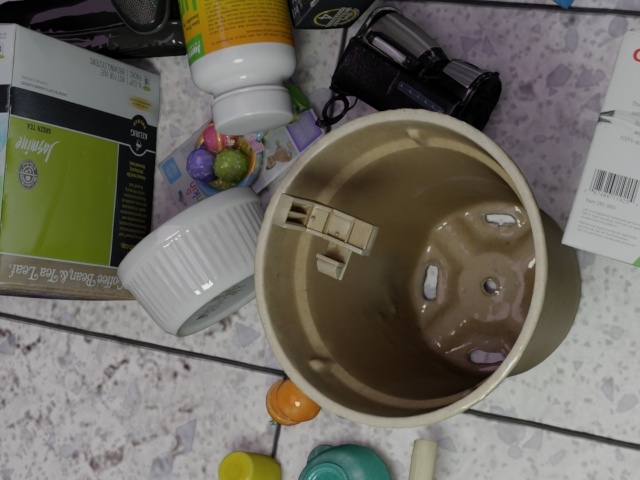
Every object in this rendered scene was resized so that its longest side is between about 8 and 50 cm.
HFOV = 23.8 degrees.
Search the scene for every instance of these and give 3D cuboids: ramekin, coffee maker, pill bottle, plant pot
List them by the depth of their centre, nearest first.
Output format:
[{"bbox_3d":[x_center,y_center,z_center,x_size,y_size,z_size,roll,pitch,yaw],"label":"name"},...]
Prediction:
[{"bbox_3d":[0.143,0.041,1.706,0.333,0.305,0.334,-3,84,27],"label":"plant pot"},{"bbox_3d":[0.112,-0.173,1.866,0.178,0.120,0.171,39,126,26],"label":"coffee maker"},{"bbox_3d":[-0.104,-0.264,1.914,0.136,0.136,0.246,-15,79,25],"label":"pill bottle"},{"bbox_3d":[-0.142,0.033,1.917,0.207,0.207,0.109,-38,79,19],"label":"ramekin"}]

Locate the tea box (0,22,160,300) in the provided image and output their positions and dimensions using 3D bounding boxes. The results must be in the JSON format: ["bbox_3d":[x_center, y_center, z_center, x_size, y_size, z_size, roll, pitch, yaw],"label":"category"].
[{"bbox_3d":[-0.392,-0.089,1.983,0.220,0.329,0.324,0,84,27],"label":"tea box"}]

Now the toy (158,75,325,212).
[{"bbox_3d":[-0.117,-0.124,1.995,0.237,0.056,0.137,-37,61,17],"label":"toy"}]

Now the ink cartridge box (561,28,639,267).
[{"bbox_3d":[0.346,-0.077,1.456,0.160,0.092,0.219,19,94,30],"label":"ink cartridge box"}]

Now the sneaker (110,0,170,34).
[{"bbox_3d":[-0.257,-0.375,1.928,0.087,0.130,0.228,-11,90,13],"label":"sneaker"}]

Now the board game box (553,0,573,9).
[{"bbox_3d":[0.264,-0.491,1.824,0.308,0.086,0.302,42,103,25],"label":"board game box"}]

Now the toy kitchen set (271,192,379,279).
[{"bbox_3d":[0.000,0.000,1.568,0.083,0.075,0.068,23,96,31],"label":"toy kitchen set"}]

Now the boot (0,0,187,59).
[{"bbox_3d":[-0.298,-0.380,2.069,0.347,0.131,0.260,-1,90,13],"label":"boot"}]

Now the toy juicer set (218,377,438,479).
[{"bbox_3d":[0.042,0.282,1.862,0.329,0.089,0.209,23,82,36],"label":"toy juicer set"}]

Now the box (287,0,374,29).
[{"bbox_3d":[0.018,-0.498,1.849,0.318,0.097,0.395,140,122,-65],"label":"box"}]
